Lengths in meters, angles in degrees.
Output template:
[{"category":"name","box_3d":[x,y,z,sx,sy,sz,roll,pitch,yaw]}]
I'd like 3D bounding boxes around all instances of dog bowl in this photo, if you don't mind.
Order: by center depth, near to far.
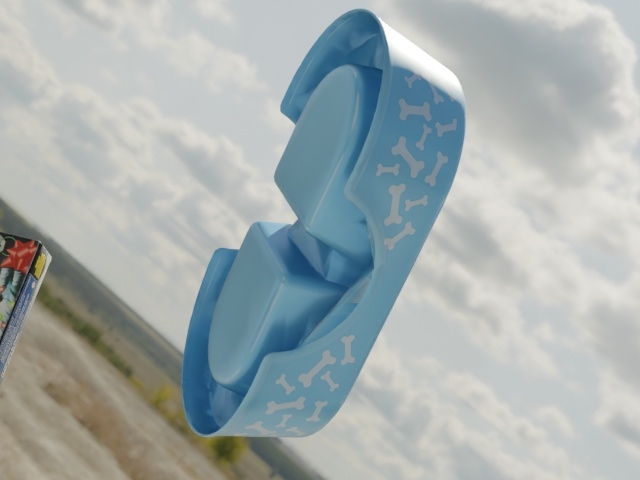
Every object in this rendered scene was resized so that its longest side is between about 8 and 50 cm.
[{"category":"dog bowl","box_3d":[0.000,0.000,0.833,0.074,0.297,0.166,19,16,-23]}]

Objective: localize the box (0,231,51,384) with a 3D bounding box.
[{"category":"box","box_3d":[-0.240,0.031,0.752,0.137,0.094,0.027,12,-23,11]}]
